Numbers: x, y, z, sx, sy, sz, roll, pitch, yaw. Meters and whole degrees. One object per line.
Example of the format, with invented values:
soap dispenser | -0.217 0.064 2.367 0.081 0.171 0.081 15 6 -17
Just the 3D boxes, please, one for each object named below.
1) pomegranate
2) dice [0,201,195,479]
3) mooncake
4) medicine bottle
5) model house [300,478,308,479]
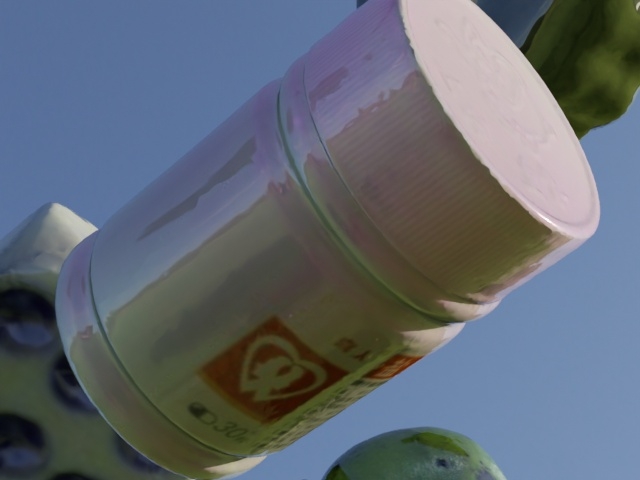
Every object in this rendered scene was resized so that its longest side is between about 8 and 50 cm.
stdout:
pomegranate | 0.088 0.255 1.115 0.187 0.225 0.187 -6 -67 -13
dice | -0.233 0.127 1.250 0.243 0.251 0.259 -44 -80 -2
mooncake | 0.212 -0.272 1.465 0.187 0.351 0.351 17 -51 -42
medicine bottle | 0.000 0.000 0.905 0.316 0.202 0.202 -36 -51 28
model house | 0.055 0.336 1.613 0.088 0.167 0.117 -22 -1 -22
